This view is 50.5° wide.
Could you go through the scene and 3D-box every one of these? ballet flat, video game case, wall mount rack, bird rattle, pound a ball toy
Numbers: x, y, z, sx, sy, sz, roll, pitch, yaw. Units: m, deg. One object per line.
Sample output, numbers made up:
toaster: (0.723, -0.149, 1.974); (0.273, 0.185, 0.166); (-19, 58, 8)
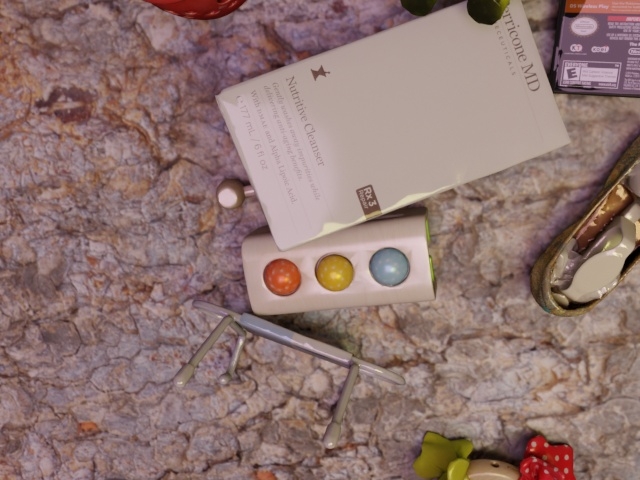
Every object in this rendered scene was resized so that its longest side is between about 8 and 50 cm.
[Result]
ballet flat: (0.420, -0.029, 0.917); (0.123, 0.123, 0.348); (38, 108, 1)
video game case: (0.447, -0.306, 0.860); (0.274, 0.035, 0.248); (7, 102, 18)
wall mount rack: (-0.056, 0.192, 0.982); (0.350, 0.304, 0.131); (19, 78, 7)
bird rattle: (0.275, 0.398, 1.080); (0.253, 0.143, 0.207); (2, 117, -2)
pound a ball toy: (0.000, 0.000, 1.005); (0.319, 0.136, 0.208); (-6, 103, 13)

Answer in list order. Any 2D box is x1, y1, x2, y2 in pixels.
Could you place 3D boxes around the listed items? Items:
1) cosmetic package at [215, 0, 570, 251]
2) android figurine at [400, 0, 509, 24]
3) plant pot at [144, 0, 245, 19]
cosmetic package: (0.089, -0.148, 0.876); (0.385, 0.156, 0.217); (-22, 93, 0)
android figurine: (0.208, -0.369, 0.822); (0.248, 0.273, 0.056); (16, 151, 26)
plant pot: (-0.188, -0.403, 0.924); (0.191, 0.174, 0.191); (3, 105, 9)
